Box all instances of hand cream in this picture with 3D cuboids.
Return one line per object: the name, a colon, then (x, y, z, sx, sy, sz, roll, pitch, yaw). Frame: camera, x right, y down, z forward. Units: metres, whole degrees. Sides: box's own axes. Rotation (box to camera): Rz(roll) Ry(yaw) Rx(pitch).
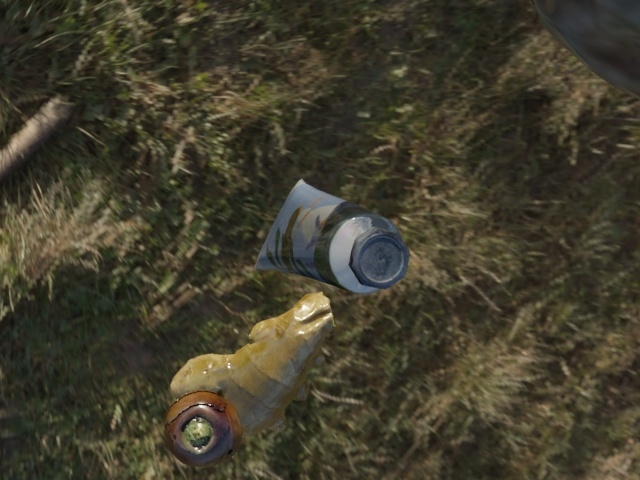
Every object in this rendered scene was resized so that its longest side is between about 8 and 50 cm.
hand cream: (0.000, 0.000, 0.971, 0.058, 0.271, 0.091, 26, 88, -19)

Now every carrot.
carrot: (-0.083, 0.140, 0.909, 0.055, 0.161, 0.055, 0, 80, -1)

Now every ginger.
ginger: (-0.058, 0.149, 1.354, 0.205, 0.081, 0.115, -32, 76, 9)

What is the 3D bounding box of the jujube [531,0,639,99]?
jujube: (0.134, -0.190, 0.386, 0.226, 0.226, 0.317, 1, 59, -15)
